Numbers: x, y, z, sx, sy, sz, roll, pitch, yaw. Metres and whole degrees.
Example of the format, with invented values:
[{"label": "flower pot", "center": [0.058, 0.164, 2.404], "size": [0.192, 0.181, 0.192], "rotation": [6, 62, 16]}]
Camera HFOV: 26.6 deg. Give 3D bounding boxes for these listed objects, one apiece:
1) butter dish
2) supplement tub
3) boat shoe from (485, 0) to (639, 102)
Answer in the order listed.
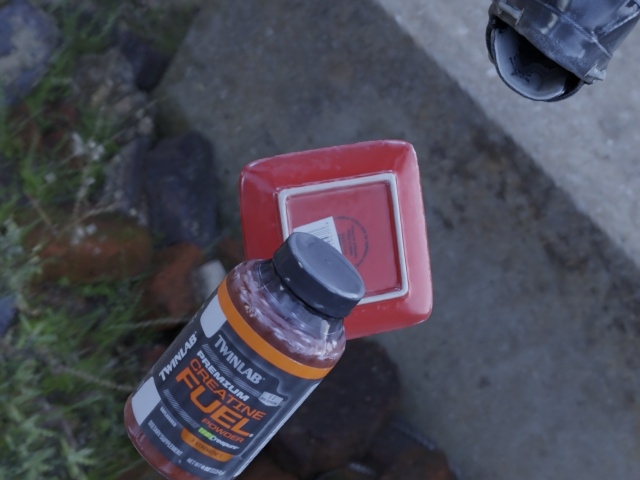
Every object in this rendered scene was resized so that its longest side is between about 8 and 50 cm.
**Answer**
[{"label": "butter dish", "center": [0.000, 0.000, 1.148], "size": [0.160, 0.118, 0.160], "rotation": [-10, 98, -20]}, {"label": "supplement tub", "center": [-0.053, 0.087, 1.003], "size": [0.106, 0.198, 0.106], "rotation": [33, 21, -15]}, {"label": "boat shoe", "center": [0.157, -0.144, 0.913], "size": [0.108, 0.102, 0.301], "rotation": [33, 5, -3]}]
